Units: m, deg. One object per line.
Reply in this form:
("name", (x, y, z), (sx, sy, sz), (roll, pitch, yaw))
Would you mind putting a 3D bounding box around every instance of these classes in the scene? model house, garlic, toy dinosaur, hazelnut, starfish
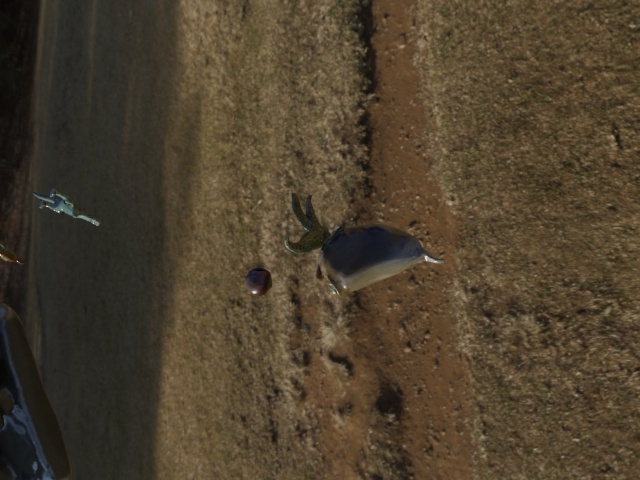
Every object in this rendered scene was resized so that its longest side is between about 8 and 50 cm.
("model house", (-0.364, 0.190, 0.429), (0.122, 0.188, 0.230), (0, 104, 47))
("garlic", (0.065, 0.018, 0.572), (0.066, 0.152, 0.084), (63, -171, -70))
("toy dinosaur", (-0.988, 0.051, 1.452), (0.039, 0.126, 0.162), (-48, 37, -15))
("hazelnut", (-0.181, 0.120, 1.345), (0.086, 0.086, 0.087), (-8, 80, 55))
("starfish", (0.002, -0.001, 0.866), (0.050, 0.216, 0.224), (-27, 66, 22))
("toy dinosaur", (-0.544, -0.072, 0.993), (0.187, 0.106, 0.044), (7, 75, 44))
